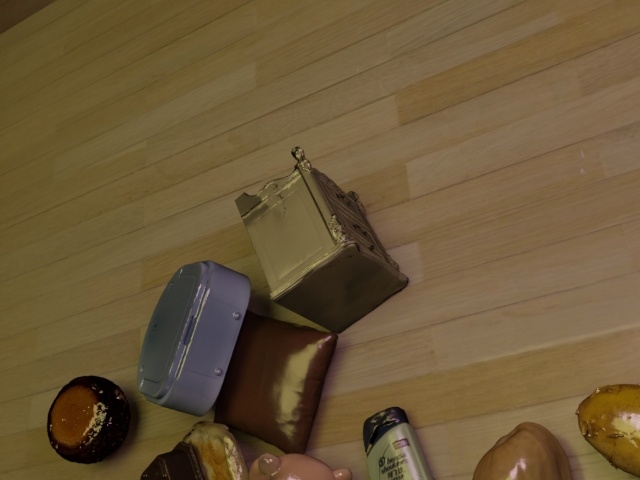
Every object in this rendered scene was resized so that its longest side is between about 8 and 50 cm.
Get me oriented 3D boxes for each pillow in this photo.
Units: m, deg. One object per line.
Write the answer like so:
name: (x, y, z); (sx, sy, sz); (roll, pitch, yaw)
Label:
pillow: (-0.120, 0.339, 1.828); (0.307, 0.108, 0.306); (10, 79, 40)

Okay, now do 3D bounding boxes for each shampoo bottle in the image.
shampoo bottle: (0.176, 0.532, 1.563); (0.134, 0.078, 0.360); (-34, 55, 20)

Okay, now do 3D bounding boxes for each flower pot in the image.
flower pot: (-0.346, 0.607, 1.765); (0.179, 0.084, 0.251); (-50, 49, 28)

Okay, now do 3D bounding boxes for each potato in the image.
potato: (0.604, 0.343, 1.327); (0.300, 0.140, 0.173); (7, 66, 29)

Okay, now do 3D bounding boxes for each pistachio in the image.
pistachio: (0.371, 0.484, 1.406); (0.181, 0.162, 0.293); (10, 71, 4)

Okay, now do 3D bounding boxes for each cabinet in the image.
cabinet: (0.000, 0.000, 1.786); (0.227, 0.290, 0.318); (-37, 53, 15)

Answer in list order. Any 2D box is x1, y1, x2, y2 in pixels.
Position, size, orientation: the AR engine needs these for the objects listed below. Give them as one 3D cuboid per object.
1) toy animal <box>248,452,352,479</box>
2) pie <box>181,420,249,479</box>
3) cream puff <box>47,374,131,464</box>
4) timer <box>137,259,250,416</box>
toy animal: (-0.071, 0.579, 1.625); (0.229, 0.210, 0.221); (-43, 33, 54)
pie: (-0.265, 0.598, 1.799); (0.339, 0.077, 0.339); (-13, 71, 45)
cream puff: (-0.622, 0.487, 2.053); (0.239, 0.165, 0.239); (-11, 64, 24)
timer: (-0.323, 0.245, 1.922); (0.395, 0.173, 0.395); (-45, 33, 40)
